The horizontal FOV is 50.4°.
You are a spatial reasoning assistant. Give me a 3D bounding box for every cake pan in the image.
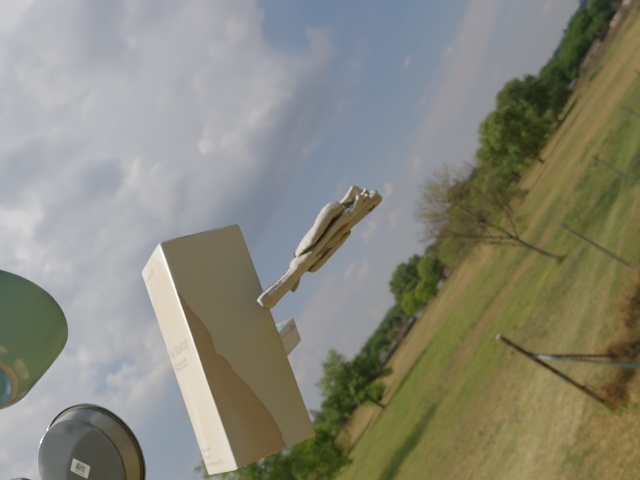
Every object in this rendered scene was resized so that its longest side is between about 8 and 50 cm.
[{"bbox_3d":[-0.556,0.538,1.624,0.293,0.293,0.054,-62,-13,16],"label":"cake pan"}]

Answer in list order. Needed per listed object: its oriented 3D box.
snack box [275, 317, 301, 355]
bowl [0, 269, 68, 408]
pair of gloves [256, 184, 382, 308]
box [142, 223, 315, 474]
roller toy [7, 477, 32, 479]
[{"bbox_3d":[-0.172,0.275,1.692,0.207,0.070,0.174,-17,7,18],"label":"snack box"},{"bbox_3d":[-0.670,0.219,1.326,0.163,0.311,0.312,-99,27,-52],"label":"bowl"},{"bbox_3d":[0.000,0.000,0.951,0.204,0.042,0.240,-48,-5,11],"label":"pair of gloves"},{"bbox_3d":[-0.135,0.151,0.951,0.121,0.311,0.148,-15,-14,-29],"label":"box"},{"bbox_3d":[-0.648,0.626,1.484,0.191,0.146,0.210,-20,-70,-64],"label":"roller toy"}]
